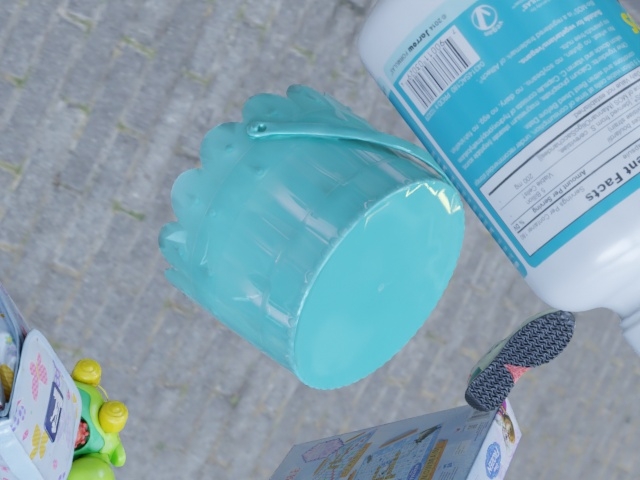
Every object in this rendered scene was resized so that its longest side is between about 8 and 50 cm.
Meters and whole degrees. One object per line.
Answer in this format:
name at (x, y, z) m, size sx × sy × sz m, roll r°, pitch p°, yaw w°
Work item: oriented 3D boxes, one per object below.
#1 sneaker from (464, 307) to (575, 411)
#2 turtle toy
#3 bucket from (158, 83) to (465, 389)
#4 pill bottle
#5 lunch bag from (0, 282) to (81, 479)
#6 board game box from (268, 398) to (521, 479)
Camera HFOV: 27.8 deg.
sneaker at (0.226, 0.124, 1.491) m, size 0.057 × 0.075 × 0.161 m, roll 37°, pitch 112°, yaw -12°
turtle toy at (-0.210, 0.171, 1.117) m, size 0.066 × 0.130 × 0.095 m, roll -14°, pitch 143°, yaw -36°
bucket at (0.000, 0.000, 1.287) m, size 0.281 × 0.183 × 0.281 m, roll -34°, pitch 144°, yaw -29°
pill bottle at (0.151, -0.060, 0.777) m, size 0.146 × 0.146 × 0.264 m, roll -31°, pitch 81°, yaw -28°
lunch bag at (-0.122, 0.055, 0.484) m, size 0.053 × 0.083 × 0.071 m, roll -28°, pitch 143°, yaw -11°
board game box at (0.058, 0.316, 1.561) m, size 0.065 × 0.318 × 0.319 m, roll 67°, pitch 26°, yaw -11°
